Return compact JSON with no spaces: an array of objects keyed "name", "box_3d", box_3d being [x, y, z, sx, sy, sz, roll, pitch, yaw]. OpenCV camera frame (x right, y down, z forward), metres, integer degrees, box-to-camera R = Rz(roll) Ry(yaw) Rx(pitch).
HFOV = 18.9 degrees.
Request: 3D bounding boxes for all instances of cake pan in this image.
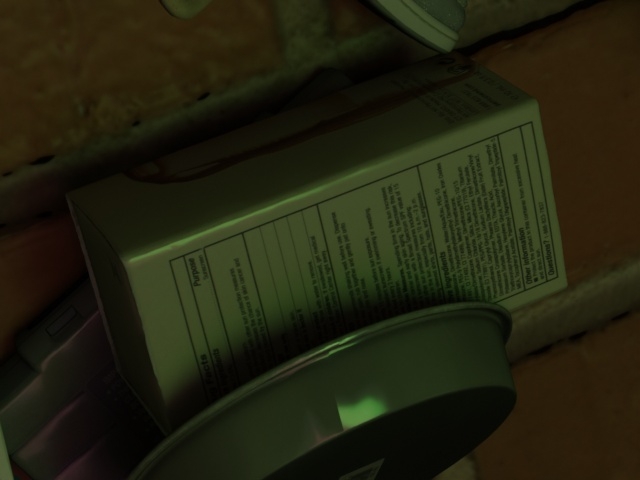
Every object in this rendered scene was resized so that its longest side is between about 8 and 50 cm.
[{"name":"cake pan","box_3d":[0.008,0.138,1.281,0.293,0.054,0.293,-24,160,-9]}]

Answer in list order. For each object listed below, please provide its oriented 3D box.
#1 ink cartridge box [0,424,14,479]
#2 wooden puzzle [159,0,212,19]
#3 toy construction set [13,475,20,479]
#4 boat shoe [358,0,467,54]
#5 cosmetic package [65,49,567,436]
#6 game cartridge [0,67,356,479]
[{"name":"ink cartridge box","box_3d":[-0.306,0.067,1.173,0.168,0.232,0.171,-18,117,-17]},{"name":"wooden puzzle","box_3d":[-0.018,-0.343,1.104,0.348,0.080,0.322,-40,123,-14]},{"name":"toy construction set","box_3d":[-0.275,0.279,1.281,0.151,0.215,0.328,34,93,-31]},{"name":"boat shoe","box_3d":[0.005,-0.252,1.262,0.103,0.118,0.320,-43,114,0]},{"name":"cosmetic package","box_3d":[0.000,0.000,1.284,0.296,0.129,0.153,-20,119,-17]},{"name":"game cartridge","box_3d":[-0.057,0.067,1.392,0.355,0.068,0.230,-43,117,-4]}]
